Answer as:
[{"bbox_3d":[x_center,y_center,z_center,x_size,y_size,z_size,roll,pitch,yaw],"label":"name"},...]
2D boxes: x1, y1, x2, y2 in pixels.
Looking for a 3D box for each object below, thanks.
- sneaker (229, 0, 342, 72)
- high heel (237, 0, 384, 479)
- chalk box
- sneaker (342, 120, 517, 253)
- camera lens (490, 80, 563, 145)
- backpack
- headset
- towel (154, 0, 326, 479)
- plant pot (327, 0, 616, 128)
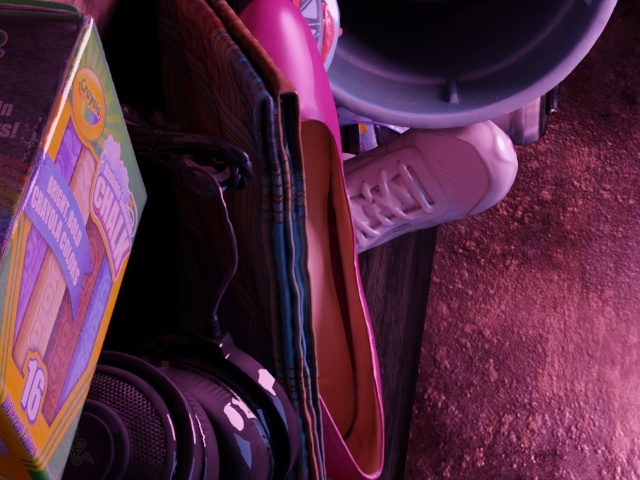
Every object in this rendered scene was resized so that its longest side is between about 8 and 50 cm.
[{"bbox_3d":[-0.055,-0.232,1.309,0.125,0.104,0.262,-25,117,-58],"label":"sneaker"},{"bbox_3d":[0.000,0.000,1.241,0.181,0.127,0.377,26,-53,55],"label":"high heel"},{"bbox_3d":[-0.159,-0.017,0.673,0.132,0.132,0.213,81,19,-54],"label":"chalk box"},{"bbox_3d":[0.062,-0.032,1.528,0.114,0.305,0.152,56,48,-14],"label":"sneaker"},{"bbox_3d":[0.153,-0.231,1.875,0.219,0.274,0.219,6,90,-80],"label":"camera lens"},{"bbox_3d":[0.040,-0.098,1.704,0.173,0.158,0.117,62,25,-52],"label":"backpack"},{"bbox_3d":[-0.128,0.119,0.995,0.243,0.185,0.394,-8,116,-69],"label":"headset"},{"bbox_3d":[-0.065,-0.002,1.135,0.271,0.040,0.370,-126,-153,-51],"label":"towel"},{"bbox_3d":[0.109,-0.316,1.524,0.334,0.341,0.341,-78,170,-70],"label":"plant pot"}]
